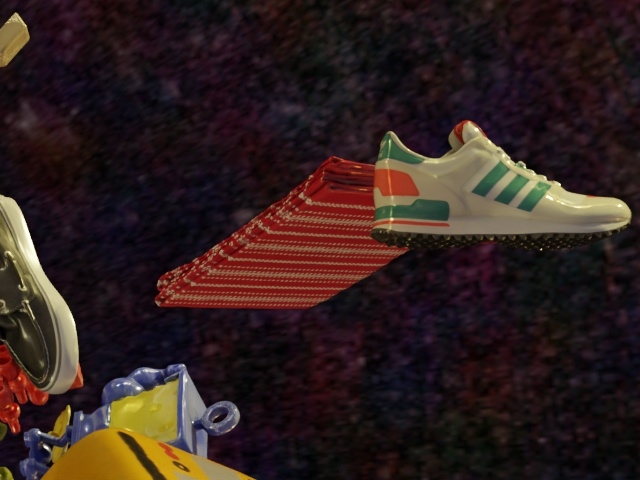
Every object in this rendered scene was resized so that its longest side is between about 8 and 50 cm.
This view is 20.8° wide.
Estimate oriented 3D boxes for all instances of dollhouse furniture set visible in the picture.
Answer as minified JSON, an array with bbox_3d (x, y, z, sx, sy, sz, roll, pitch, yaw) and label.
[{"bbox_3d":[-0.378,-0.196,1.929,0.081,0.091,0.114,19,53,20],"label":"dollhouse furniture set"}]

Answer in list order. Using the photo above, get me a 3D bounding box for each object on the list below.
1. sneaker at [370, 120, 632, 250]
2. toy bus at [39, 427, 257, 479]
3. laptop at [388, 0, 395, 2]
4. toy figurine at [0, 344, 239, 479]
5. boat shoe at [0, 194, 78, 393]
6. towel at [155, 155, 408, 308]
[{"bbox_3d":[0.107,-0.034,1.030,0.161,0.057,0.075,0,82,-12],"label":"sneaker"},{"bbox_3d":[-0.132,0.248,0.751,0.130,0.108,0.333,26,97,-35],"label":"toy bus"},{"bbox_3d":[-0.046,-0.433,1.627,0.382,0.408,0.236,27,33,2],"label":"laptop"},{"bbox_3d":[-0.187,0.187,1.659,0.217,0.362,0.191,-11,123,3],"label":"toy figurine"},{"bbox_3d":[-0.299,0.048,1.649,0.076,0.080,0.228,2,53,-41],"label":"boat shoe"},{"bbox_3d":[0.000,0.000,1.575,0.199,0.275,0.031,3,64,-40],"label":"towel"}]
